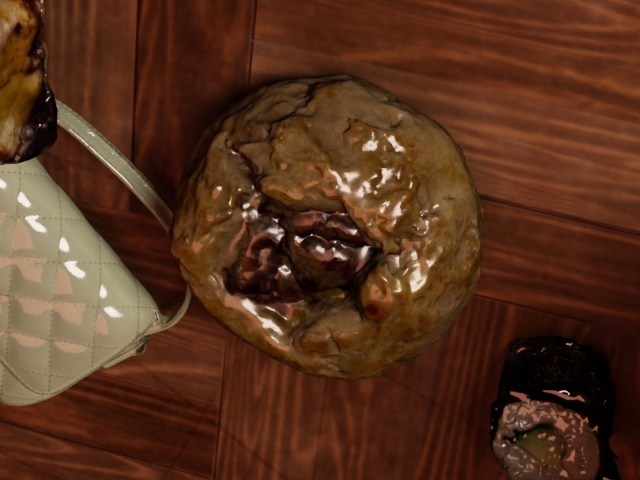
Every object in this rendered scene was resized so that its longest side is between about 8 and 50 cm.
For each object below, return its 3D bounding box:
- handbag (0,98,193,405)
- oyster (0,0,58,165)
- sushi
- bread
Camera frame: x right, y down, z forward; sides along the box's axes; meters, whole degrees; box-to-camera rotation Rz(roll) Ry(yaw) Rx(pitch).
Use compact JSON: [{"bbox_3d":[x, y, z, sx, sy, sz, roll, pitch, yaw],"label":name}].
[{"bbox_3d":[-0.221,-0.002,1.168,0.219,0.079,0.256,-28,111,27],"label":"handbag"},{"bbox_3d":[-0.345,-0.110,1.098,0.361,0.096,0.221,-17,72,19],"label":"oyster"},{"bbox_3d":[0.173,0.124,1.115,0.098,0.084,0.094,5,120,10],"label":"sushi"},{"bbox_3d":[0.000,0.000,1.069,0.230,0.123,0.230,10,126,14],"label":"bread"}]
